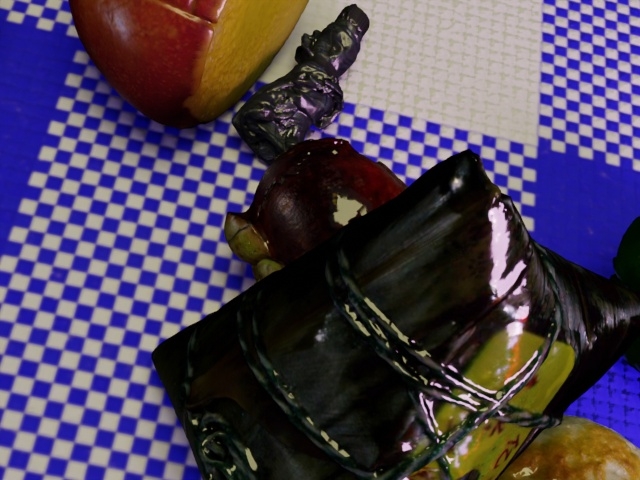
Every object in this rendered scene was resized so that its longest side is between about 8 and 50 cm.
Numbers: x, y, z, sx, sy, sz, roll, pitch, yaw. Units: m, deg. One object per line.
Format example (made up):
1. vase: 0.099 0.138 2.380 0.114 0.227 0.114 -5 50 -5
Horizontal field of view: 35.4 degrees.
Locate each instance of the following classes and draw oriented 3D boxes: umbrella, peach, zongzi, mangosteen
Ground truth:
1. umbrella: -0.002 -0.170 1.040 0.080 0.071 0.224 45 52 -17
2. peach: -0.129 -0.245 0.971 0.245 0.248 0.275 10 69 33
3. zongzi: 0.094 0.102 0.769 0.362 0.383 0.319 13 38 -44
4. mangosteen: 0.000 0.000 0.895 0.180 0.166 0.166 -44 75 -4

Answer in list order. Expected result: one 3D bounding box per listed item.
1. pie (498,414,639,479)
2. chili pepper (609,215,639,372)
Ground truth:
1. pie: 0.194 0.268 0.801 0.257 0.105 0.274 22 55 1
2. chili pepper: 0.402 0.038 0.949 0.261 0.165 0.174 -19 47 -18
